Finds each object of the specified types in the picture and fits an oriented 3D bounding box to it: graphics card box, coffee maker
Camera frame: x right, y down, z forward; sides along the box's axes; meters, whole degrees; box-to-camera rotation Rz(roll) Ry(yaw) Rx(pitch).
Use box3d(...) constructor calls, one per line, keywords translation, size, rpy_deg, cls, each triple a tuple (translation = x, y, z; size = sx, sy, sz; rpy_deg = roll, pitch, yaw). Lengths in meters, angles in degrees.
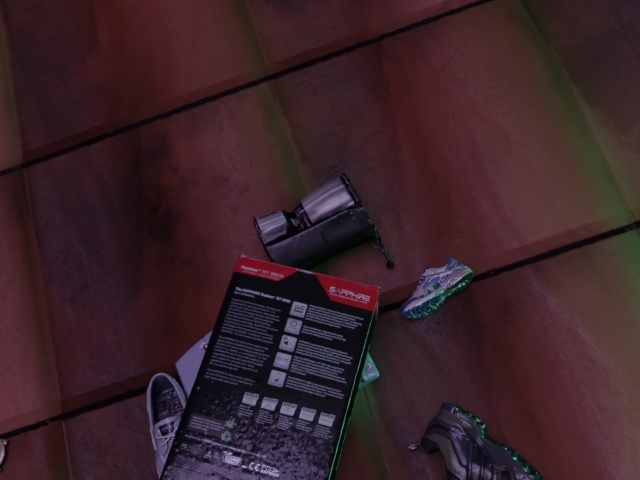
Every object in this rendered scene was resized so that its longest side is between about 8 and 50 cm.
box3d(translation=(-0.064, 0.222, 1.254), size=(0.232, 0.094, 0.371), rpy_deg=(13, 63, 7), cls="graphics card box")
box3d(translation=(0.000, 0.000, 1.398), size=(0.178, 0.120, 0.171), rpy_deg=(-29, 67, 0), cls="coffee maker")

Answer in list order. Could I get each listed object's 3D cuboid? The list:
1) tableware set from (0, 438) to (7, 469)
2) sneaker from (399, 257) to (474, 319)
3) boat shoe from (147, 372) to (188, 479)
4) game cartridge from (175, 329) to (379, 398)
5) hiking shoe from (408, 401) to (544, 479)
box3d(translation=(-0.595, 0.404, 1.420), size=(0.141, 0.020, 0.169), rpy_deg=(-4, 68, 8), cls="tableware set")
box3d(translation=(0.179, 0.076, 1.376), size=(0.135, 0.052, 0.058), rpy_deg=(-33, 57, -10), cls="sneaker")
box3d(translation=(-0.230, 0.299, 1.312), size=(0.079, 0.081, 0.227), rpy_deg=(-22, 43, -3), cls="boat shoe")
box3d(translation=(-0.076, 0.198, 1.375), size=(0.294, 0.060, 0.196), rpy_deg=(-26, 70, 1), cls="game cartridge")
box3d(translation=(0.240, 0.346, 1.249), size=(0.227, 0.086, 0.114), rpy_deg=(42, 96, 28), cls="hiking shoe")
